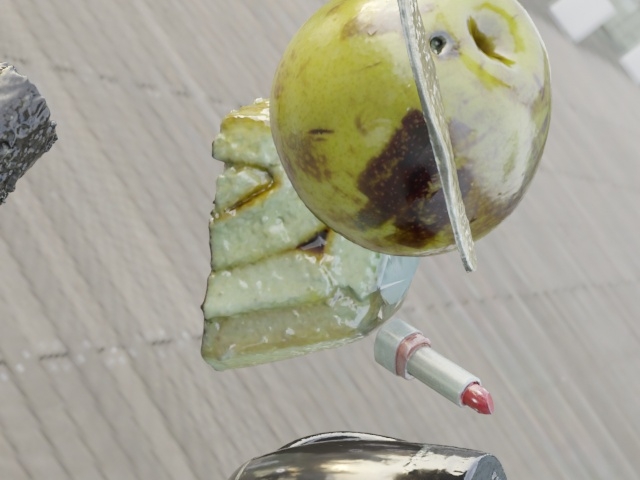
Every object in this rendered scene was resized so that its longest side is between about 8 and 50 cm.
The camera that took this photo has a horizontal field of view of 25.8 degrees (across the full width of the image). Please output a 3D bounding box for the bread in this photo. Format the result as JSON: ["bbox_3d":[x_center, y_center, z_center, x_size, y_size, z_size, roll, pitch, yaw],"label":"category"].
[{"bbox_3d":[0.003,0.009,1.867,0.239,0.264,0.395,-36,134,-69],"label":"bread"}]

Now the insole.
[{"bbox_3d":[0.096,-0.094,1.126,0.081,0.011,0.248,-42,118,-75],"label":"insole"}]

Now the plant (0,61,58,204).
[{"bbox_3d":[-0.404,-0.107,1.598,0.142,0.203,0.131,49,-21,22],"label":"plant"}]

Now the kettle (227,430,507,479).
[{"bbox_3d":[0.042,0.289,1.459,0.268,0.290,0.207,-42,131,-55],"label":"kettle"}]

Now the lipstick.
[{"bbox_3d":[0.151,0.167,1.753,0.057,0.063,0.186,-24,40,-36],"label":"lipstick"}]

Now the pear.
[{"bbox_3d":[0.091,-0.121,1.332,0.283,0.283,0.283,45,20,-22],"label":"pear"}]
